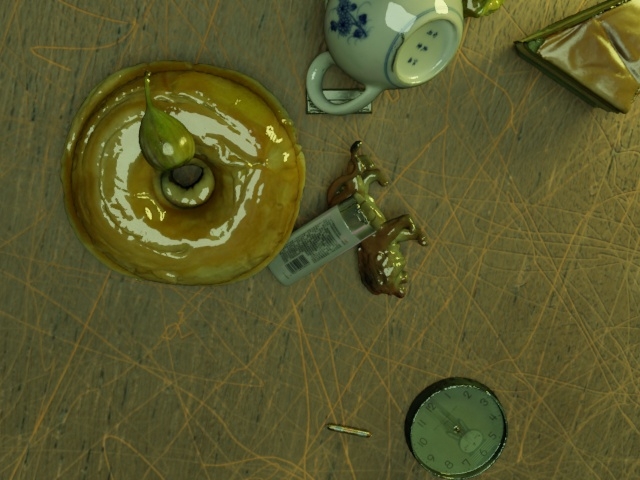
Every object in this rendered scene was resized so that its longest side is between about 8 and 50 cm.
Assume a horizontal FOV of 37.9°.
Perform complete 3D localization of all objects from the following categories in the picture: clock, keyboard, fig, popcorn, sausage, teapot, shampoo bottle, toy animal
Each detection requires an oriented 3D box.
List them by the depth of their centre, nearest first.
[{"bbox_3d":[-0.273,-0.187,1.539,0.093,0.093,0.166,-36,76,1],"label":"fig"},{"bbox_3d":[0.110,-0.409,1.663,0.252,0.280,0.424,7,125,-48],"label":"teapot"},{"bbox_3d":[0.285,-0.485,1.723,0.126,0.126,0.145,11,117,16],"label":"popcorn"},{"bbox_3d":[0.000,0.000,1.764,0.227,0.056,0.086,-33,96,25],"label":"shampoo bottle"},{"bbox_3d":[0.036,-0.267,1.784,0.129,0.015,0.049,-2,96,-6],"label":"keyboard"},{"bbox_3d":[0.097,-0.028,1.798,0.157,0.097,0.312,-34,101,7],"label":"toy animal"},{"bbox_3d":[0.058,0.390,1.909,0.100,0.015,0.015,13,99,-9],"label":"sausage"},{"bbox_3d":[0.282,0.391,1.923,0.215,0.042,0.215,-1,101,-6],"label":"clock"}]

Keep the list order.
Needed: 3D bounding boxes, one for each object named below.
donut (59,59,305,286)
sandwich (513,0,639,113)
[{"bbox_3d":[-0.247,-0.112,1.687,0.449,0.198,0.449,-1,103,-6],"label":"donut"},{"bbox_3d":[0.510,-0.327,1.755,0.227,0.155,0.198,-23,102,-2],"label":"sandwich"}]
